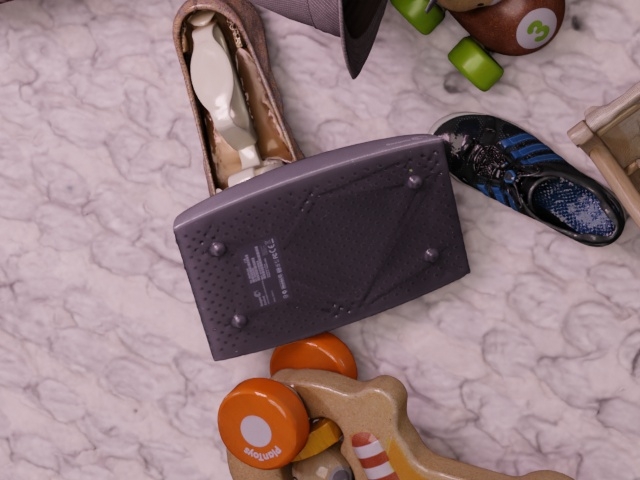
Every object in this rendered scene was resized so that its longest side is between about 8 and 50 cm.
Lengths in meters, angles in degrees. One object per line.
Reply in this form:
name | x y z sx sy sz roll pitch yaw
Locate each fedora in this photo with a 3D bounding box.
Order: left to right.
fedora | -0.007 -0.283 1.769 0.124 0.244 0.275 8 56 13

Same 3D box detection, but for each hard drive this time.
hard drive | 0.000 0.000 1.822 0.254 0.054 0.172 -19 124 -6

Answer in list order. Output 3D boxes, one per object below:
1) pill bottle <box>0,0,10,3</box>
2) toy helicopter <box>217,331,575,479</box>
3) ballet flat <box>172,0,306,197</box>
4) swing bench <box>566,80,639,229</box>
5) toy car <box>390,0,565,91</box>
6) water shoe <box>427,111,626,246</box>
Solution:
pill bottle | -0.275 -0.340 1.834 0.392 0.224 0.224 -14 89 10
toy helicopter | 0.077 0.236 1.829 0.355 0.140 0.235 12 117 21
ballet flat | -0.073 -0.084 1.865 0.107 0.106 0.316 -20 88 11
swing bench | 0.395 -0.070 1.754 0.253 0.165 0.255 -36 80 10
toy car | 0.147 -0.233 1.777 0.149 0.188 0.155 45 99 6
water shoe | 0.189 -0.061 1.830 0.203 0.080 0.073 27 96 9
